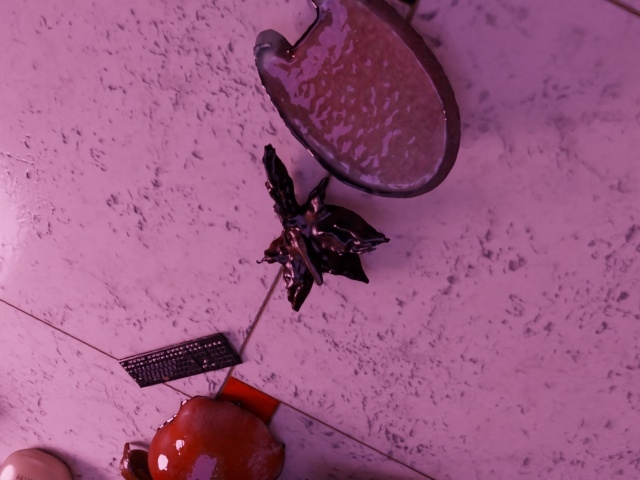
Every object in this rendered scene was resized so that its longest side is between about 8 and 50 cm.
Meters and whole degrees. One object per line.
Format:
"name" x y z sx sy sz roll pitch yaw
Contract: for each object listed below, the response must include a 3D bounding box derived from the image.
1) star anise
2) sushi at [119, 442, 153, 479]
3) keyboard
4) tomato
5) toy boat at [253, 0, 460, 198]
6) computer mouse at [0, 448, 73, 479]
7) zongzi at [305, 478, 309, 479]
"star anise" 0.002 -0.002 0.770 0.157 0.053 0.212 14 123 10
"sushi" -0.287 0.389 1.120 0.120 0.052 0.055 41 143 -14
"keyboard" -0.206 0.175 0.980 0.198 0.010 0.064 -18 117 27
"tomato" -0.165 0.348 1.021 0.199 0.112 0.228 33 129 -7
"toy boat" 0.044 -0.143 0.661 0.155 0.085 0.227 -40 93 25
"computer mouse" -0.519 0.482 1.227 0.145 0.082 0.237 19 119 5
"zongzi" 0.096 0.452 1.023 0.247 0.111 0.241 0 140 11
